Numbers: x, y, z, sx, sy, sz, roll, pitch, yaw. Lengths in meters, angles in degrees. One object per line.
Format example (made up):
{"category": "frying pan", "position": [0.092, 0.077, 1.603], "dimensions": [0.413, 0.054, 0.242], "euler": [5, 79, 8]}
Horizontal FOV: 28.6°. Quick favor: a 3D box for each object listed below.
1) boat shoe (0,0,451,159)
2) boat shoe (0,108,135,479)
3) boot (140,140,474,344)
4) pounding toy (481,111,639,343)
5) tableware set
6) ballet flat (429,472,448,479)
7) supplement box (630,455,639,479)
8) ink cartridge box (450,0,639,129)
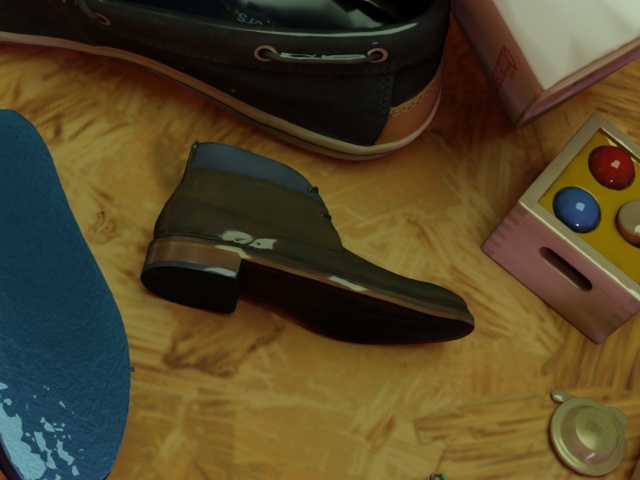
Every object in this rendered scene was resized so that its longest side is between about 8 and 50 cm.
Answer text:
{"category": "boat shoe", "position": [-0.137, -0.209, 0.856], "dimensions": [0.500, 0.156, 0.187], "euler": [21, 60, -3]}
{"category": "boat shoe", "position": [-0.174, 0.042, 0.750], "dimensions": [0.109, 0.089, 0.258], "euler": [4, 55, -30]}
{"category": "boot", "position": [0.000, 0.000, 0.825], "dimensions": [0.219, 0.082, 0.106], "euler": [13, 62, -8]}
{"category": "pounding toy", "position": [0.219, -0.012, 0.887], "dimensions": [0.141, 0.100, 0.130], "euler": [40, 59, 7]}
{"category": "tableware set", "position": [0.210, 0.173, 0.831], "dimensions": [0.141, 0.020, 0.169], "euler": [18, 57, -8]}
{"category": "ballet flat", "position": [0.088, 0.199, 0.770], "dimensions": [0.041, 0.041, 0.114], "euler": [-23, 70, -26]}
{"category": "supplement box", "position": [0.235, 0.164, 0.810], "dimensions": [0.062, 0.036, 0.098], "euler": [31, 57, 1]}
{"category": "ink cartridge box", "position": [0.122, -0.247, 0.863], "dimensions": [0.131, 0.226, 0.306], "euler": [-30, 88, 4]}
